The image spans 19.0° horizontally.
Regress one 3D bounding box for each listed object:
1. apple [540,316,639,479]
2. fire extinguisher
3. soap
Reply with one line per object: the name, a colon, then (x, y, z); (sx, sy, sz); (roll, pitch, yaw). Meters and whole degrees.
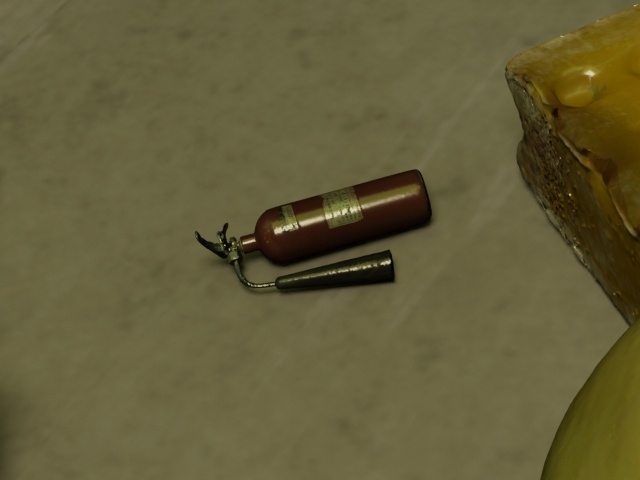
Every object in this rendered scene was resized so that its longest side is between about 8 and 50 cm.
apple: (0.198, 0.104, 0.544); (0.262, 0.262, 0.262); (-6, 49, 7)
fire extinguisher: (0.001, 0.003, 0.818); (0.100, 0.032, 0.046); (-17, 83, -3)
soap: (0.224, -0.054, 0.779); (0.257, 0.080, 0.160); (-23, 50, -8)
